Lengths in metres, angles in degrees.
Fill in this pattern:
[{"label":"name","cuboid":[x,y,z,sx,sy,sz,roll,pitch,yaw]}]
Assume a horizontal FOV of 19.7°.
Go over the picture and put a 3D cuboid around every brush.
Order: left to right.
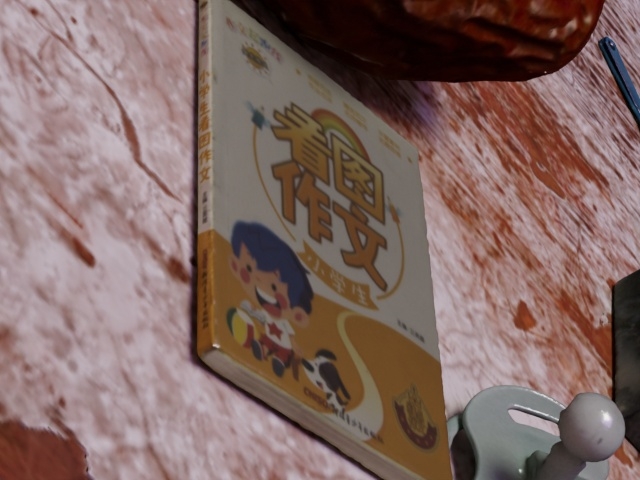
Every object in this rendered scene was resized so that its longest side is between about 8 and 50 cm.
[{"label":"brush","cuboid":[0.300,-0.120,1.724,0.051,0.014,0.164,4,58,-58]}]

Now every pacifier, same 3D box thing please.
[{"label":"pacifier","cuboid":[0.138,0.133,1.126,0.126,0.117,0.150,22,42,-10]}]

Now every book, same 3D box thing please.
[{"label":"book","cuboid":[0.000,0.000,1.131,0.208,0.020,0.295,35,36,-35]}]

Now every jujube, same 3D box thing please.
[{"label":"jujube","cuboid":[0.064,-0.208,1.246,0.290,0.197,0.197,24,42,-31]}]

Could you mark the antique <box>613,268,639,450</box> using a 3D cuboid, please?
[{"label":"antique","cuboid":[0.285,0.088,1.424,0.088,0.086,0.183,46,31,-24]}]
